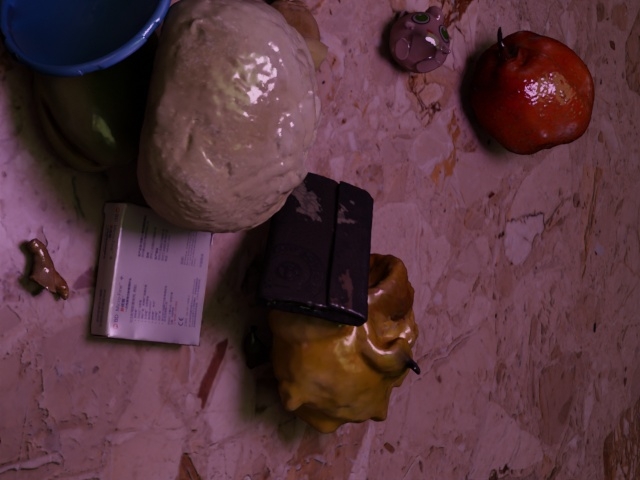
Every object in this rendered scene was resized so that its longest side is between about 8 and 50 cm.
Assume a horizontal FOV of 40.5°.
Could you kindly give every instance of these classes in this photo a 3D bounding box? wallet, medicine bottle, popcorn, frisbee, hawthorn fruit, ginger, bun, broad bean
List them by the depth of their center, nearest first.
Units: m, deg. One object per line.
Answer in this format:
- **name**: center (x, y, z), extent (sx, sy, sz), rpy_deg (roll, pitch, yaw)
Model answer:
- **frisbee**: center (-0.306, -0.311, 1.142), extent (0.045, 0.242, 0.242), rpy_deg (67, 39, -65)
- **ginger**: center (-0.376, 0.046, 1.174), extent (0.048, 0.030, 0.097), rpy_deg (-68, 138, -59)
- **broad bean**: center (-0.307, -0.221, 1.210), extent (0.189, 0.121, 0.263), rpy_deg (28, 54, -34)
- **bun**: center (-0.114, -0.175, 1.223), extent (0.349, 0.227, 0.352), rpy_deg (-75, 174, -52)
- **medicine bottle**: center (-0.245, 0.052, 1.284), extent (0.171, 0.052, 0.201), rpy_deg (11, 81, -43)
- **wallet**: center (0.000, 0.000, 1.382), extent (0.171, 0.044, 0.321), rpy_deg (12, 41, -4)
- **popcorn**: center (0.049, 0.162, 1.428), extent (0.315, 0.281, 0.297), rpy_deg (-63, 145, -10)
- **ginger**: center (-0.088, -0.336, 1.432), extent (0.193, 0.115, 0.122), rpy_deg (-10, 76, -31)
- **hawthorn fruit**: center (0.434, -0.330, 1.813), extent (0.254, 0.254, 0.300), rpy_deg (-60, 138, -27)

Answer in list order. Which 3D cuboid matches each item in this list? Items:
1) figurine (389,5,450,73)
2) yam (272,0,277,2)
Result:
- **figurine**: center (0.195, -0.387, 1.680), extent (0.125, 0.125, 0.138), rpy_deg (55, 38, -28)
- **yam**: center (-0.132, -0.476, 1.411), extent (0.253, 0.061, 0.061), rpy_deg (35, 65, -38)
